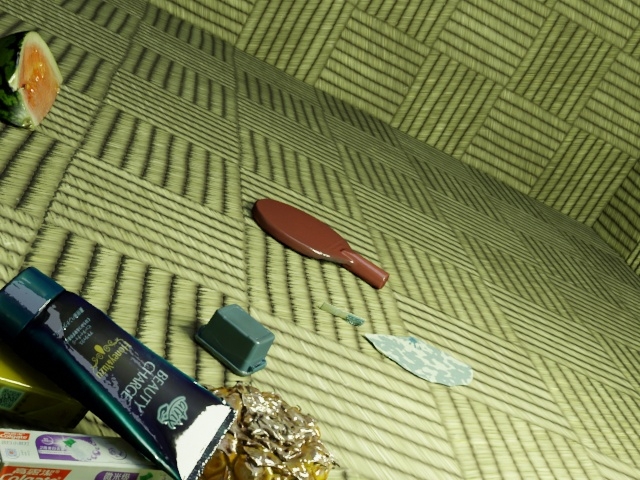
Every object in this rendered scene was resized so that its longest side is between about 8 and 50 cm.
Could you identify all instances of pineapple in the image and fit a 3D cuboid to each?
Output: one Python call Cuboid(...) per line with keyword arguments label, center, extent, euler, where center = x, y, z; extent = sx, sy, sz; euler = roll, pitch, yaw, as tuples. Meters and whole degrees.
Cuboid(label="pineapple", center=(-0.069, 0.229, 0.974), extent=(0.225, 0.076, 0.225), euler=(29, 18, -10))

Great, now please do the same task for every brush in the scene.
Cuboid(label="brush", center=(0.039, 0.129, 1.484), extent=(0.083, 0.016, 0.013), euler=(25, 30, -14))

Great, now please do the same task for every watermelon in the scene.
Cuboid(label="watermelon", center=(-0.557, -0.324, 1.594), extent=(0.159, 0.128, 0.303), euler=(25, 19, -16))

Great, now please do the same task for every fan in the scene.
Cuboid(label="fan", center=(0.179, 0.207, 1.500), extent=(0.240, 0.009, 0.131), euler=(20, 21, -27))

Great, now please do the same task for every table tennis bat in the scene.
Cuboid(label="table tennis bat", center=(0.000, 0.000, 1.726), extent=(0.310, 0.038, 0.200), euler=(33, 19, 11))

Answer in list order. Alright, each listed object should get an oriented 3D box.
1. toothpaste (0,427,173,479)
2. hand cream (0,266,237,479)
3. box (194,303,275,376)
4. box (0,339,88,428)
Cuboid(label="toothpaste", center=(-0.222, 0.216, 0.831), extent=(0.196, 0.040, 0.047), euler=(15, 21, -38))
Cuboid(label="hand cream", center=(-0.215, 0.135, 0.881), extent=(0.270, 0.061, 0.120), euler=(39, 34, -3))
Cuboid(label="box", center=(-0.114, 0.133, 1.185), extent=(0.099, 0.054, 0.074), euler=(36, 21, 17))
Cuboid(label="box", center=(-0.364, 0.091, 0.845), extent=(0.279, 0.041, 0.153), euler=(31, 12, -45))
